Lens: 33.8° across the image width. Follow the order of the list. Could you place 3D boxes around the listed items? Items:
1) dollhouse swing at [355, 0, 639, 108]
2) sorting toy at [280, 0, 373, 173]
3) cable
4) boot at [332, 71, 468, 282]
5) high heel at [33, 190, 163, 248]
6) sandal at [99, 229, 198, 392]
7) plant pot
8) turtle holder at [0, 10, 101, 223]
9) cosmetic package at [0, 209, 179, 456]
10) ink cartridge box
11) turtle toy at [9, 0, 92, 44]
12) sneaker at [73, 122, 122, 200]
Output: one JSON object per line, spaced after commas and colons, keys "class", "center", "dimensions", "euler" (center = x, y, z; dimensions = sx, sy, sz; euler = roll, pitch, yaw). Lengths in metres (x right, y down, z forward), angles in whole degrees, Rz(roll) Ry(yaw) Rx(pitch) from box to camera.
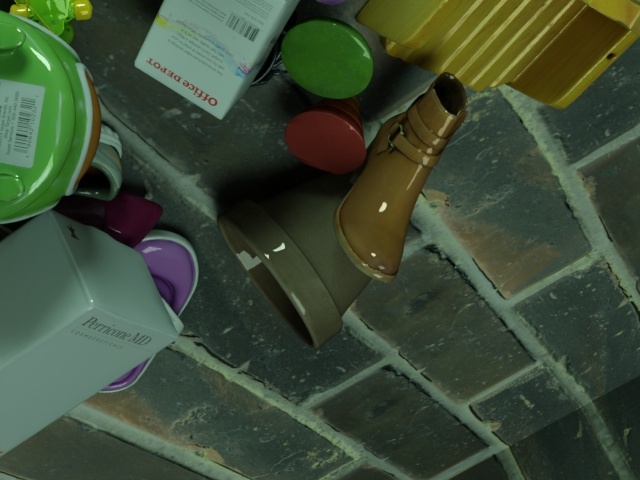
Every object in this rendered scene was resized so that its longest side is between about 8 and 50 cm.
{"class": "dollhouse swing", "center": [0.304, -0.253, 1.421], "dimensions": [0.347, 0.305, 0.315], "euler": [13, 131, -41]}
{"class": "sorting toy", "center": [0.025, -0.260, 1.436], "dimensions": [0.127, 0.126, 0.365], "euler": [14, 140, 12]}
{"class": "cable", "center": [-0.116, -0.258, 1.398], "dimensions": [0.184, 0.047, 0.150], "euler": [-10, 143, -17]}
{"class": "boot", "center": [0.127, -0.092, 1.469], "dimensions": [0.109, 0.283, 0.220], "euler": [33, 126, -15]}
{"class": "high heel", "center": [-0.375, 0.075, 1.625], "dimensions": [0.181, 0.127, 0.377], "euler": [2, 140, -32]}
{"class": "sandal", "center": [-0.298, 0.143, 1.774], "dimensions": [0.169, 0.102, 0.416], "euler": [-3, 140, -27]}
{"class": "plant pot", "center": [0.000, 0.000, 1.668], "dimensions": [0.229, 0.263, 0.263], "euler": [-38, 147, -11]}
{"class": "turtle holder", "center": [-0.400, -0.127, 1.194], "dimensions": [0.320, 0.243, 0.227], "euler": [-19, 178, 12]}
{"class": "cosmetic package", "center": [-0.451, 0.168, 1.435], "dimensions": [0.453, 0.161, 0.230], "euler": [-34, 155, 10]}
{"class": "ink cartridge box", "center": [-0.117, -0.263, 1.268], "dimensions": [0.128, 0.127, 0.176], "euler": [33, 119, -3]}
{"class": "turtle toy", "center": [-0.315, -0.281, 1.227], "dimensions": [0.095, 0.066, 0.130], "euler": [-7, 120, -12]}
{"class": "sneaker", "center": [-0.378, -0.117, 1.385], "dimensions": [0.271, 0.108, 0.100], "euler": [10, 135, -36]}
